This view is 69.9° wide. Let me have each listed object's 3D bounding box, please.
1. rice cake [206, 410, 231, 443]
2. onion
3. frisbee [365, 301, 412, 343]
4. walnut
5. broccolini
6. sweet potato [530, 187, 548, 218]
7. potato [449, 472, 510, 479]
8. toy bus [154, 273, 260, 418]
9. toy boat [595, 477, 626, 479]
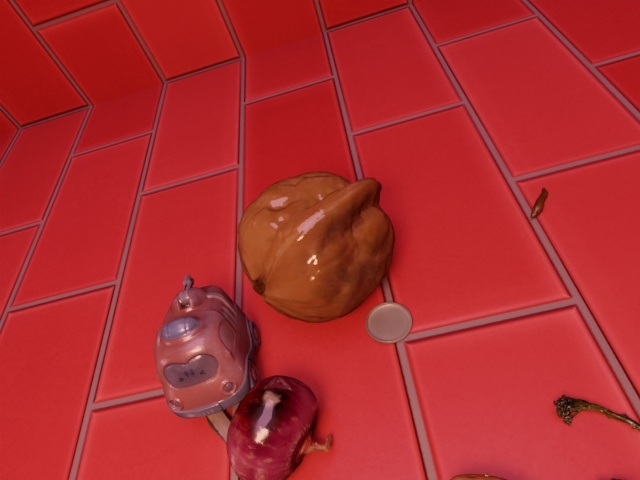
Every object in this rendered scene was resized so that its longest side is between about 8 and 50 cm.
[{"bbox_3d":[-0.215,0.413,1.021,0.047,0.036,0.207,-34,47,-26],"label":"rice cake"},{"bbox_3d":[-0.095,0.367,0.907,0.208,0.200,0.200,-30,48,-19],"label":"onion"},{"bbox_3d":[0.162,0.195,1.084,0.110,0.014,0.110,-9,48,11],"label":"frisbee"},{"bbox_3d":[-0.005,0.013,1.102,0.385,0.383,0.383,-10,49,12],"label":"walnut"},{"bbox_3d":[0.530,0.322,0.834,0.195,0.054,0.052,9,36,23],"label":"broccolini"},{"bbox_3d":[0.569,-0.099,1.182,0.026,0.026,0.115,20,59,31],"label":"sweet potato"},{"bbox_3d":[0.293,0.449,0.756,0.178,0.119,0.109,11,100,25],"label":"potato"},{"bbox_3d":[-0.267,0.231,1.036,0.198,0.231,0.294,-18,31,5],"label":"toy bus"},{"bbox_3d":[0.553,0.434,0.693,0.238,0.098,0.109,7,57,23],"label":"toy boat"}]
